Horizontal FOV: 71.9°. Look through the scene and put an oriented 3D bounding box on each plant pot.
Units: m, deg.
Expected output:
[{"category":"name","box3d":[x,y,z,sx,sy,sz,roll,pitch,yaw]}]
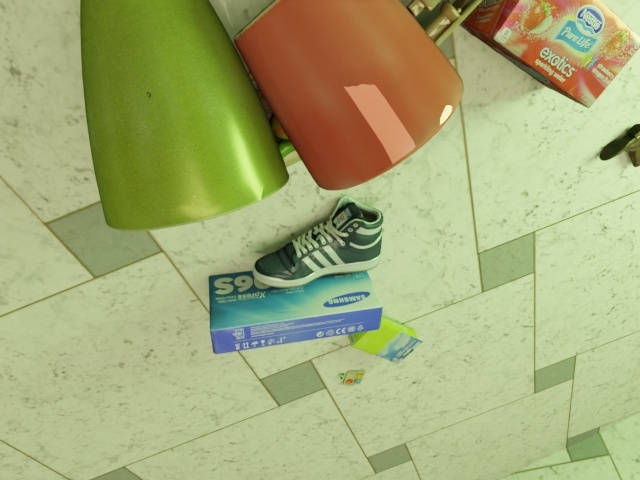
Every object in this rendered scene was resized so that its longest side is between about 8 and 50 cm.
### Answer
[{"category":"plant pot","box3d":[-0.209,-0.200,0.615,0.275,0.275,0.293,-14,113,-5]},{"category":"plant pot","box3d":[0.028,-0.249,0.632,0.275,0.275,0.243,-35,117,12]}]

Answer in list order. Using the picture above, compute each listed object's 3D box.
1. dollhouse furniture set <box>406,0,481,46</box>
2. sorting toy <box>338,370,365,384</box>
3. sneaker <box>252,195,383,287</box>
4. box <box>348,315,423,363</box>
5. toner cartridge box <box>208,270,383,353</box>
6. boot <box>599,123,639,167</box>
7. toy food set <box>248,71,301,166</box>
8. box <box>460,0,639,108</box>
[{"category":"dollhouse furniture set","box3d":[0.158,-0.383,0.644,0.151,0.144,0.123,41,104,-20]},{"category":"sorting toy","box3d":[0.086,0.402,1.283,0.083,0.012,0.062,5,125,-19]},{"category":"sneaker","box3d":[0.000,0.000,0.899,0.282,0.099,0.153,-9,133,-17]},{"category":"box","box3d":[0.176,0.264,1.185,0.178,0.042,0.109,27,116,-31]},{"category":"toner cartridge box","box3d":[-0.059,0.132,0.944,0.348,0.165,0.075,-7,128,-11]},{"category":"boot","box3d":[0.691,-0.191,0.989,0.106,0.037,0.114,-42,130,19]},{"category":"toy food set","box3d":[-0.098,-0.194,0.766,0.132,0.038,0.192,-26,128,5]},{"category":"box","box3d":[0.379,-0.344,0.729,0.257,0.122,0.128,19,118,-27]}]
